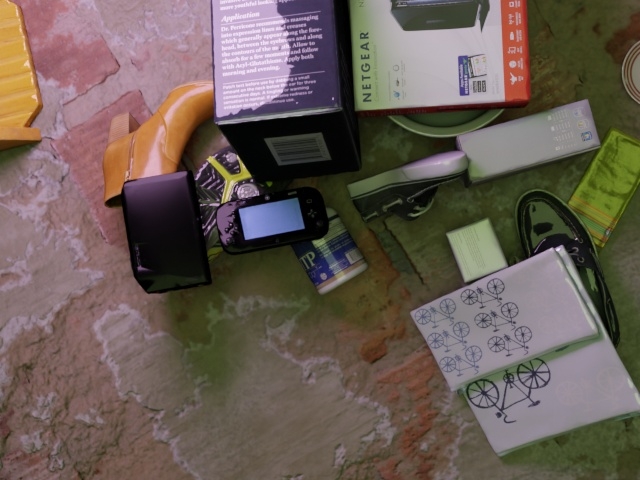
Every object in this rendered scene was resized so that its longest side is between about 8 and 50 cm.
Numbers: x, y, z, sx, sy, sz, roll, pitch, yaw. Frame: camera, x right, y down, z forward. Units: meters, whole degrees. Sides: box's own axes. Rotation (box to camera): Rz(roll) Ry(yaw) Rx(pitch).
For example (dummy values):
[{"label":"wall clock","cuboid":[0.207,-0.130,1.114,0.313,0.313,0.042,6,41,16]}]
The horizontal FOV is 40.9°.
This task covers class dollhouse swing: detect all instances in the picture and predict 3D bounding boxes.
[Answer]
[{"label":"dollhouse swing","cuboid":[-0.759,-0.341,1.630,0.315,0.305,0.346,-13,88,7]}]

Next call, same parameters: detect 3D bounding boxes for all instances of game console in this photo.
[{"label":"game console","cuboid":[-0.170,-0.035,1.556,0.362,0.044,0.213,-11,79,-6]}]

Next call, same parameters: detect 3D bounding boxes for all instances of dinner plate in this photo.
[{"label":"dinner plate","cuboid":[0.638,-0.316,1.614,0.141,0.017,0.141,0,91,7]}]

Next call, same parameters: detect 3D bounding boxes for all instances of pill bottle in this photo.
[{"label":"pill bottle","cuboid":[0.000,0.000,1.641,0.112,0.112,0.186,-31,86,6]}]

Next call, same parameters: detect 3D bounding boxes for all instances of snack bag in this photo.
[{"label":"snack bag","cuboid":[0.374,0.219,1.576,0.323,0.037,0.342,-27,92,29]}]

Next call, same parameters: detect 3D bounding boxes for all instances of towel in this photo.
[{"label":"towel","cuboid":[0.537,-0.089,1.625,0.102,0.021,0.237,29,93,5]}]

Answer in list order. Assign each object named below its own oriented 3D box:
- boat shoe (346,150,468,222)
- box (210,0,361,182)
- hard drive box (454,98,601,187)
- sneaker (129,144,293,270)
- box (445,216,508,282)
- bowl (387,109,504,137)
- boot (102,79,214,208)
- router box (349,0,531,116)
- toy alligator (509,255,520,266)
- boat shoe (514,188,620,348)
[{"label":"boat shoe","cuboid":[0.162,-0.087,1.556,0.108,0.301,0.102,-23,96,-37]},{"label":"box","cuboid":[-0.057,-0.340,1.511,0.212,0.293,0.395,-5,74,7]},{"label":"hard drive box","cuboid":[0.369,-0.171,1.564,0.232,0.181,0.089,-16,88,6]},{"label":"sneaker","cuboid":[-0.208,-0.056,1.660,0.385,0.147,0.145,-40,83,-13]},{"label":"box","cuboid":[0.292,0.017,1.613,0.087,0.102,0.101,-21,87,8]},{"label":"bowl","cuboid":[0.228,-0.334,1.602,0.298,0.134,0.297,0,91,6]},{"label":"boot","cuboid":[-0.284,-0.174,1.643,0.295,0.104,0.211,-17,62,17]},{"label":"router box","cuboid":[0.203,-0.391,1.496,0.301,0.082,0.335,-3,90,6]},{"label":"toy alligator","cuboid":[0.387,0.124,1.631,0.051,0.056,0.189,0,89,-35]},{"label":"boat shoe","cuboid":[0.453,0.065,1.578,0.127,0.113,0.340,-20,92,18]}]
